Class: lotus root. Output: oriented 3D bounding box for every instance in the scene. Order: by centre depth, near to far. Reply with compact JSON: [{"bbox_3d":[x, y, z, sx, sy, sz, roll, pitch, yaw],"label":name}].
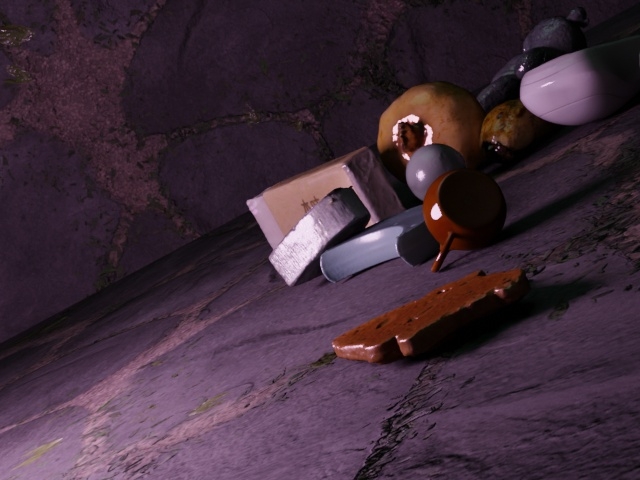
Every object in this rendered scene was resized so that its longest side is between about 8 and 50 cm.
[{"bbox_3d":[0.351,-0.205,2.343,0.110,0.097,0.258,-26,3,36],"label":"lotus root"}]

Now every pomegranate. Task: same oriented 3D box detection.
[{"bbox_3d":[0.207,-0.188,2.400,0.207,0.207,0.207,-27,7,4],"label":"pomegranate"}]

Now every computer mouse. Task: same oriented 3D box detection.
[{"bbox_3d":[0.468,-0.264,2.240,0.184,0.121,0.297,-24,-5,41],"label":"computer mouse"}]

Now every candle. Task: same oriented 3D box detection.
[{"bbox_3d":[0.000,0.000,2.082,0.168,0.068,0.192,-36,-16,-11],"label":"candle"}]

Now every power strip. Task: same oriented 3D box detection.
[{"bbox_3d":[0.108,0.002,1.965,0.168,0.054,0.253,-29,7,-30],"label":"power strip"}]

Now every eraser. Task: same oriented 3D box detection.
[{"bbox_3d":[0.002,-0.062,2.433,0.078,0.144,0.343,-35,9,-35],"label":"eraser"}]

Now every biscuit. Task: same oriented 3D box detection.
[{"bbox_3d":[0.112,0.087,1.416,0.280,0.043,0.183,-27,2,43],"label":"biscuit"}]

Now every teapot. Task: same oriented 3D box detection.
[{"bbox_3d":[0.185,-0.030,1.752,0.116,0.116,0.173,-16,41,57],"label":"teapot"}]

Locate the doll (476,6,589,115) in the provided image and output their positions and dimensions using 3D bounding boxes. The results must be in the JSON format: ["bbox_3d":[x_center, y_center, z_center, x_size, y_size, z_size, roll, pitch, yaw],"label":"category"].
[{"bbox_3d":[0.436,-0.313,2.717,0.340,0.158,0.246,-47,-17,-24],"label":"doll"}]

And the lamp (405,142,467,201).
[{"bbox_3d":[0.195,-0.112,2.225,0.105,0.105,0.105,-27,7,4],"label":"lamp"}]
